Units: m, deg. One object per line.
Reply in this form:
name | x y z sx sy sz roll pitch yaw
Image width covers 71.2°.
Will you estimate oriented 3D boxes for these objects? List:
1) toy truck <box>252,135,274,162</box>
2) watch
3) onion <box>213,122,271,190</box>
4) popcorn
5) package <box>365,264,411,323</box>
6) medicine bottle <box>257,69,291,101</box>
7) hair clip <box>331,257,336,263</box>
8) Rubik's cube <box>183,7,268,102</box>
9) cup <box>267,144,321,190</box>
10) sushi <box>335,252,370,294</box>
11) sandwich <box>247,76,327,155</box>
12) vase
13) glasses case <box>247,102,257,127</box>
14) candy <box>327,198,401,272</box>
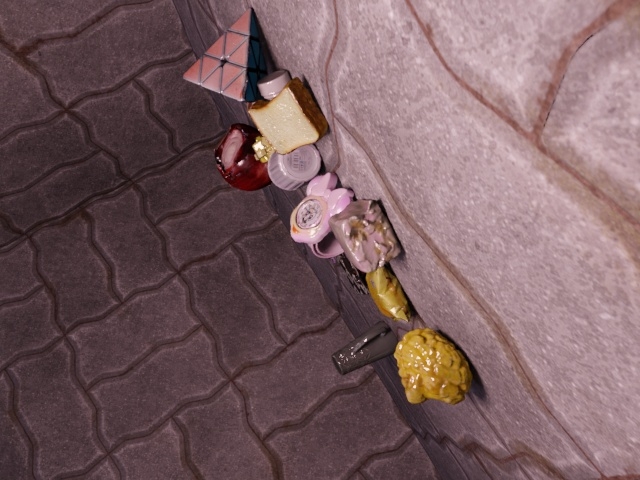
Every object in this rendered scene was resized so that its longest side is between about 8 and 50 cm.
toy truck | -0.212 -0.391 1.874 0.124 0.157 0.272 62 171 -15
watch | 0.033 -0.073 1.498 0.217 0.248 0.211 30 -163 -49
onion | -0.353 -0.392 2.202 0.341 0.341 0.341 58 171 14
popcorn | 0.307 0.368 1.257 0.226 0.203 0.200 43 -177 -4
package | 0.220 0.174 1.469 0.226 0.090 0.168 61 170 7
medicine bottle | -0.117 -0.427 1.384 0.105 0.105 0.168 47 164 57
hair clip | 0.010 -0.009 2.136 0.278 0.090 0.137 46 164 40
Rubik's cube | -0.257 -0.526 1.394 0.228 0.229 0.233 52 154 -7
cup | -0.066 -0.266 1.585 0.202 0.221 0.166 -174 89 -76
sushi | 0.126 0.084 1.827 0.294 0.059 0.292 60 171 1
sandwich | -0.094 -0.350 1.296 0.215 0.065 0.186 -13 120 51
vase | 0.200 0.479 1.985 0.156 0.301 0.251 55 161 31
glasses case | -0.192 -0.463 1.629 0.321 0.082 0.122 57 133 39
candy | 0.119 -0.021 1.266 0.184 0.137 0.195 62 173 -13
